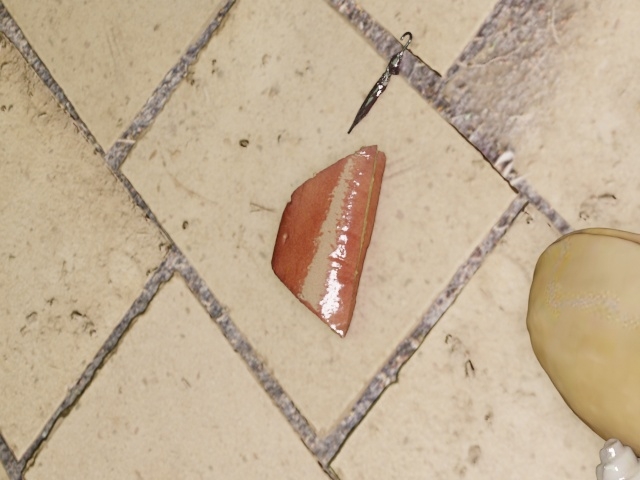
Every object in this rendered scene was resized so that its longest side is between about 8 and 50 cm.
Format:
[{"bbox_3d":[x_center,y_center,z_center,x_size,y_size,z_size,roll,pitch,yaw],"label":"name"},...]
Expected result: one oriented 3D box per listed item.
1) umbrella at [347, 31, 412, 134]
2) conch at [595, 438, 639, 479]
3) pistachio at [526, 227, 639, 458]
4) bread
[{"bbox_3d":[0.061,-0.159,1.563,0.122,0.013,0.022,-60,36,10],"label":"umbrella"},{"bbox_3d":[0.261,0.291,1.157,0.183,0.149,0.275,-15,69,32],"label":"conch"},{"bbox_3d":[0.280,0.086,1.192,0.293,0.162,0.181,28,131,44],"label":"pistachio"},{"bbox_3d":[0.000,0.000,1.528,0.119,0.067,0.192,2,78,41],"label":"bread"}]
